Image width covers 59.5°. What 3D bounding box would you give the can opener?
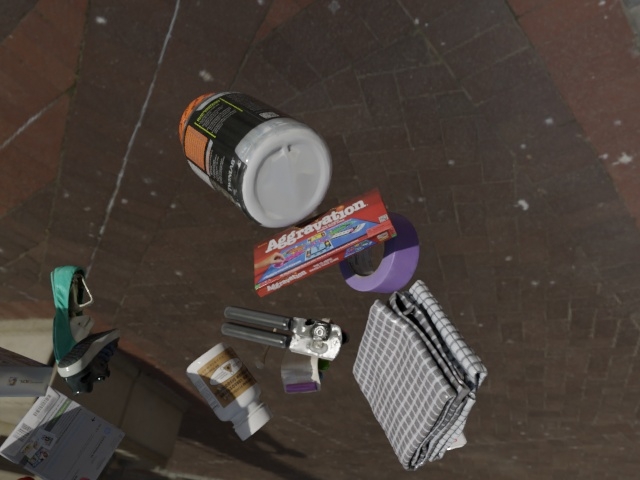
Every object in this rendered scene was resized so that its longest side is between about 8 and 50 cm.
[{"bbox_3d":[-0.077,0.202,1.246,0.283,0.076,0.095,9,177,21],"label":"can opener"}]

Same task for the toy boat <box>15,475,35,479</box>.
[{"bbox_3d":[-0.557,0.439,0.827,0.318,0.148,0.267,-31,89,28],"label":"toy boat"}]

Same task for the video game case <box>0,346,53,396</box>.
[{"bbox_3d":[-0.671,0.222,1.005,0.269,0.061,0.244,7,172,33],"label":"video game case"}]

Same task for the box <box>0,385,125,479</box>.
[{"bbox_3d":[-0.512,0.404,1.119,0.186,0.145,0.038,37,144,-12],"label":"box"}]

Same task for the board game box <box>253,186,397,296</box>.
[{"bbox_3d":[0.000,0.000,1.080,0.281,0.145,0.027,-25,123,9],"label":"board game box"}]

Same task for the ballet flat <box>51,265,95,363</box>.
[{"bbox_3d":[-0.571,0.167,1.299,0.087,0.247,0.083,-15,158,2],"label":"ballet flat"}]

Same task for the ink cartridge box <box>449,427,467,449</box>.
[{"bbox_3d":[0.302,0.512,1.725,0.207,0.117,0.283,-21,112,18],"label":"ink cartridge box"}]

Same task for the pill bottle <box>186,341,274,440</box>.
[{"bbox_3d":[-0.227,0.385,1.431,0.229,0.131,0.131,51,142,7],"label":"pill bottle"}]

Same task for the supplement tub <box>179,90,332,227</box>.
[{"bbox_3d":[-0.146,-0.179,1.130,0.338,0.207,0.207,38,173,46],"label":"supplement tub"}]

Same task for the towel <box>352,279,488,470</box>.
[{"bbox_3d":[0.165,0.252,1.025,0.121,0.235,0.284,-10,136,-22],"label":"towel"}]

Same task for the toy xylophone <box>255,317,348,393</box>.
[{"bbox_3d":[-0.059,0.345,1.766,0.236,0.323,0.081,-5,116,24],"label":"toy xylophone"}]

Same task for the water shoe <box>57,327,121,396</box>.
[{"bbox_3d":[-0.444,0.236,1.091,0.073,0.203,0.080,-15,99,7],"label":"water shoe"}]

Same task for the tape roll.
[{"bbox_3d":[0.130,0.025,1.279,0.080,0.189,0.189,8,152,-36],"label":"tape roll"}]
